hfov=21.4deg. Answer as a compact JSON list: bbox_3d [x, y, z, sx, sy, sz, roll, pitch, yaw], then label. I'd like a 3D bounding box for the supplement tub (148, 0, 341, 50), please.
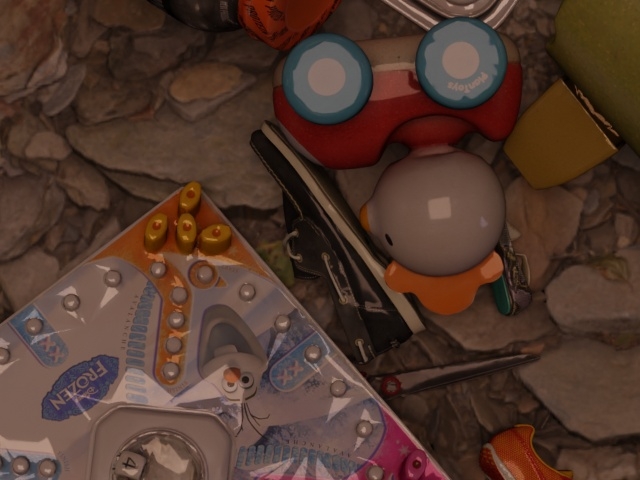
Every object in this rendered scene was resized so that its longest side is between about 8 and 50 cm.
[{"bbox_3d":[-0.129,-0.311,1.411,0.338,0.207,0.207,33,91,16],"label":"supplement tub"}]

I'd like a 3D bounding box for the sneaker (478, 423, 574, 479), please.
[{"bbox_3d":[0.209,0.241,1.494,0.067,0.064,0.175,-31,94,-15],"label":"sneaker"}]

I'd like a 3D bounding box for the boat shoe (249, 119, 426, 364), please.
[{"bbox_3d":[0.000,0.000,1.494,0.079,0.084,0.233,-34,88,10],"label":"boat shoe"}]

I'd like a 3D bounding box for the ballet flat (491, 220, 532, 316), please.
[{"bbox_3d":[0.163,0.010,1.512,0.041,0.041,0.114,-17,89,3],"label":"ballet flat"}]

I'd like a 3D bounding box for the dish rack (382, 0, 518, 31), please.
[{"bbox_3d":[0.116,-0.375,1.498,0.285,0.072,0.333,35,92,2],"label":"dish rack"}]

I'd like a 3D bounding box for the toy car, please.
[{"bbox_3d":[0.073,-0.053,1.422,0.210,0.219,0.238,-6,90,3],"label":"toy car"}]

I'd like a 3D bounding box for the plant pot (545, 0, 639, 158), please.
[{"bbox_3d":[0.336,-0.146,1.406,0.254,0.276,0.276,43,92,13],"label":"plant pot"}]

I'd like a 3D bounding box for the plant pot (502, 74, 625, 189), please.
[{"bbox_3d":[0.208,-0.089,1.487,0.083,0.081,0.081,-39,88,17],"label":"plant pot"}]

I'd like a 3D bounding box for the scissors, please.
[{"bbox_3d":[0.046,0.143,1.524,0.297,0.021,0.109,3,87,2],"label":"scissors"}]

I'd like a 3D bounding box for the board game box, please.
[{"bbox_3d":[-0.137,0.200,1.436,0.390,0.050,0.390,-38,79,-15],"label":"board game box"}]
